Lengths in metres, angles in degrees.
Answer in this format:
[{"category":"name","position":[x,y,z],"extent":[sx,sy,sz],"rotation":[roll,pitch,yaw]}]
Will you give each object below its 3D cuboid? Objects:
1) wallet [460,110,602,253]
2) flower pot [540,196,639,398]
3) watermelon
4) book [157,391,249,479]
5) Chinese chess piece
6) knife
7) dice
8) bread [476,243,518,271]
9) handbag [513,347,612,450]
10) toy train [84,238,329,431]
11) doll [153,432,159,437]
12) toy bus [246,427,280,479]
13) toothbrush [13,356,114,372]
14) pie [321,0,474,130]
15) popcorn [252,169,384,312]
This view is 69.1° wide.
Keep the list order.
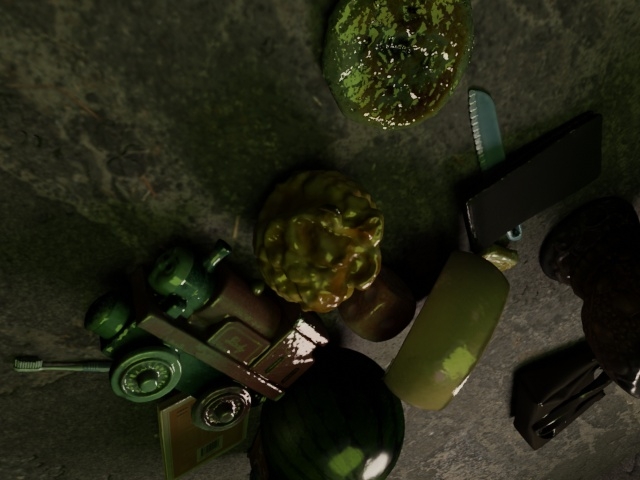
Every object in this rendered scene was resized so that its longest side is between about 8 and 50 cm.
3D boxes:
[{"category":"wallet","position":[0.320,-0.083,0.702],"extent":[0.244,0.025,0.124],"rotation":[-33,130,-4]},{"category":"flower pot","position":[0.533,0.077,0.775],"extent":[0.266,0.267,0.267],"rotation":[-10,132,-12]},{"category":"watermelon","position":[0.020,0.302,0.775],"extent":[0.242,0.242,0.243],"rotation":[-11,131,-13]},{"category":"book","position":[-0.200,0.326,0.825],"extent":[0.170,0.018,0.242],"rotation":[-19,136,-34]},{"category":"Chinese chess piece","position":[0.192,0.138,0.717],"extent":[0.251,0.097,0.251],"rotation":[-55,165,-22]},{"category":"knife","position":[0.264,-0.098,0.695],"extent":[0.044,0.019,0.313],"rotation":[-29,130,5]},{"category":"dice","position":[0.088,0.098,0.734],"extent":[0.094,0.091,0.093],"rotation":[27,114,-37]},{"category":"bread","position":[0.300,0.027,0.798],"extent":[0.087,0.034,0.049],"rotation":[13,136,-25]},{"category":"handbag","position":[0.620,0.396,1.188],"extent":[0.256,0.113,0.286],"rotation":[-27,133,-8]},{"category":"toy train","position":[-0.149,0.127,0.642],"extent":[0.221,0.150,0.304],"rotation":[-44,129,3]},{"category":"doll","position":[-0.243,0.336,0.839],"extent":[0.114,0.039,0.057],"rotation":[7,154,-38]},{"category":"toy bus","position":[-0.023,0.494,0.866],"extent":[0.161,0.324,0.194],"rotation":[5,123,-25]},{"category":"toothbrush","position":[-0.330,0.186,0.695],"extent":[0.219,0.016,0.019],"rotation":[10,115,-27]},{"category":"pie","position":[0.089,-0.207,0.514],"extent":[0.186,0.041,0.187],"rotation":[-10,131,-12]},{"category":"popcorn","position":[0.000,0.000,0.572],"extent":[0.179,0.180,0.170],"rotation":[-30,168,4]}]
